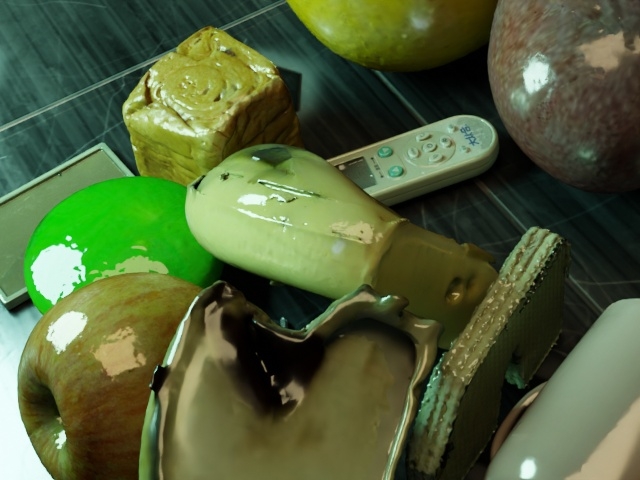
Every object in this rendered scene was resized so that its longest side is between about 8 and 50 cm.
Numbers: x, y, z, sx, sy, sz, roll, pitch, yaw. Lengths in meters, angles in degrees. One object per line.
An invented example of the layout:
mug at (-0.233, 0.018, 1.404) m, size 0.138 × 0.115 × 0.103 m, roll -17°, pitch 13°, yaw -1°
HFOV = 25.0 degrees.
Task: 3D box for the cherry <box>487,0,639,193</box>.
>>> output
cherry at (0.292, -0.178, 1.463) m, size 0.261 × 0.221 × 0.307 m, roll -26°, pitch 59°, yaw -22°

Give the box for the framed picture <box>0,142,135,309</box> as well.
framed picture at (-0.289, -0.019, 1.584) m, size 0.203 × 0.015 × 0.150 m, roll -32°, pitch 50°, yaw -18°

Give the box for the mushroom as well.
mushroom at (-0.039, 0.168, 1.189) m, size 0.217 × 0.212 × 0.292 m, roll 18°, pitch 81°, yaw -2°

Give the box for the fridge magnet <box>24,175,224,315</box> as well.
fridge magnet at (-0.199, 0.019, 1.474) m, size 0.208 × 0.088 × 0.208 m, roll -3°, pitch 51°, yaw 4°

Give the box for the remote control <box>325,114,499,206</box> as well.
remote control at (0.086, -0.075, 1.541) m, size 0.221 × 0.042 × 0.078 m, roll -20°, pitch 48°, yaw -6°

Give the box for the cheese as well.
cheese at (0.000, 0.000, 1.366) m, size 0.316 × 0.259 × 0.128 m, roll 27°, pitch 85°, yaw 39°

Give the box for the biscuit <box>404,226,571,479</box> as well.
biscuit at (0.149, 0.116, 1.282) m, size 0.046 × 0.147 × 0.250 m, roll 23°, pitch 58°, yaw 24°

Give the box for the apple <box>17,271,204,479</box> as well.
apple at (-0.164, 0.134, 1.289) m, size 0.188 × 0.211 × 0.211 m, roll -17°, pitch 42°, yaw -37°

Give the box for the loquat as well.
loquat at (0.088, -0.356, 1.599) m, size 0.328 × 0.359 × 0.328 m, roll -6°, pitch 71°, yaw 17°

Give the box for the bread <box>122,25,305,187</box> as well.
bread at (-0.112, -0.123, 1.559) m, size 0.158 × 0.143 × 0.149 m, roll 27°, pitch 58°, yaw 36°

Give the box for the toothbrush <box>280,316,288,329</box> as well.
toothbrush at (-0.032, 0.114, 1.412) m, size 0.006 × 0.008 × 0.097 m, roll -20°, pitch 46°, yaw 12°

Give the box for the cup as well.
cup at (0.232, 0.182, 1.195) m, size 0.200 × 0.191 × 0.253 m, roll -44°, pitch 25°, yaw -23°
